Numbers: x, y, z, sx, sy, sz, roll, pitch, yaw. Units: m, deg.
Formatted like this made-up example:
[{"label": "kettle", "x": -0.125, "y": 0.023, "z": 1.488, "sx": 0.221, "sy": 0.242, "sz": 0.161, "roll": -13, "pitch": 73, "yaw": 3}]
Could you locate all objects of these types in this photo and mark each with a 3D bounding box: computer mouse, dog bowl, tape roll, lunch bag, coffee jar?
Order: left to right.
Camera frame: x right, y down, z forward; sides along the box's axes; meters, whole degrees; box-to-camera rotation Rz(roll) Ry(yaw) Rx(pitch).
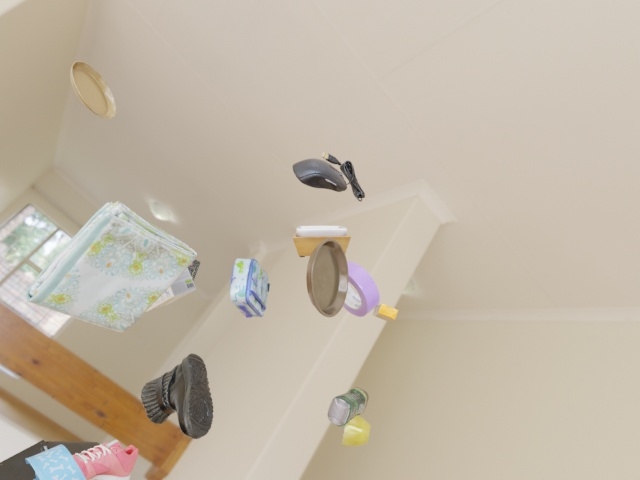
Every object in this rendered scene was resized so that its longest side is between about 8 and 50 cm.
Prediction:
[{"label": "dog bowl", "x": -0.602, "y": 0.583, "z": 1.076, "sx": 0.166, "sy": 0.074, "sz": 0.297, "roll": 42, "pitch": -45, "yaw": 20}, {"label": "lunch bag", "x": -0.252, "y": 0.176, "z": 1.652, "sx": 0.090, "sy": 0.176, "sz": 0.219, "roll": 0, "pitch": -28, "yaw": 10}, {"label": "computer mouse", "x": 0.026, "y": -0.224, "z": 1.404, "sx": 0.262, "sy": 0.184, "sz": 0.060, "roll": 13, "pitch": -47, "yaw": -34}, {"label": "coffee jar", "x": 0.102, "y": 0.580, "z": 1.621, "sx": 0.079, "sy": 0.096, "sz": 0.184, "roll": 23, "pitch": 8, "yaw": 27}, {"label": "tape roll", "x": 0.167, "y": 0.244, "z": 2.310, "sx": 0.275, "sy": 0.090, "sz": 0.275, "roll": 37, "pitch": -34, "yaw": 31}]

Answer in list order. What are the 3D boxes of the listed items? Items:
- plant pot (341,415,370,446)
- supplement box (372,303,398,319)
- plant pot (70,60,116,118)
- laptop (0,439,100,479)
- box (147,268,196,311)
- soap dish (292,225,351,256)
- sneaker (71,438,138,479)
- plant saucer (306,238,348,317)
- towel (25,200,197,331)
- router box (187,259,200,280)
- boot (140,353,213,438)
[{"label": "plant pot", "x": 0.145, "y": 0.751, "z": 1.812, "sx": 0.095, "sy": 0.134, "sz": 0.134, "roll": 10, "pitch": -33, "yaw": 11}, {"label": "supplement box", "x": 0.221, "y": 0.249, "z": 1.580, "sx": 0.062, "sy": 0.036, "sz": 0.098, "roll": 22, "pitch": -14, "yaw": 1}, {"label": "plant pot", "x": -0.910, "y": -0.593, "z": 1.837, "sx": 0.032, "sy": 0.236, "sz": 0.236, "roll": -21, "pitch": -50, "yaw": 12}, {"label": "laptop", "x": -0.887, "y": 0.892, "z": 1.521, "sx": 0.382, "sy": 0.408, "sz": 0.236, "roll": 45, "pitch": -38, "yaw": 30}, {"label": "box", "x": -0.603, "y": 0.189, "z": 1.795, "sx": 0.203, "sy": 0.114, "sz": 0.103, "roll": -27, "pitch": -96, "yaw": 34}, {"label": "soap dish", "x": 0.000, "y": 0.000, "z": 1.927, "sx": 0.229, "sy": 0.118, "sz": 0.291, "roll": -1, "pitch": 5, "yaw": -2}, {"label": "sneaker", "x": -0.704, "y": 0.688, "z": 1.450, "sx": 0.116, "sy": 0.136, "sz": 0.314, "roll": 17, "pitch": -18, "yaw": 30}, {"label": "plant saucer", "x": 0.024, "y": 0.131, "z": 1.626, "sx": 0.041, "sy": 0.278, "sz": 0.278, "roll": -2, "pitch": -43, "yaw": 28}, {"label": "towel", "x": -0.597, "y": 0.095, "z": 1.356, "sx": 0.320, "sy": 0.374, "sz": 0.090, "roll": 40, "pitch": 6, "yaw": -45}, {"label": "router box", "x": -0.674, "y": 0.143, "z": 2.337, "sx": 0.092, "sy": 0.122, "sz": 0.038, "roll": 36, "pitch": -41, "yaw": -30}, {"label": "boot", "x": -0.535, "y": 0.615, "z": 1.696, "sx": 0.131, "sy": 0.260, "sz": 0.348, "roll": 47, "pitch": 12, "yaw": -36}]
